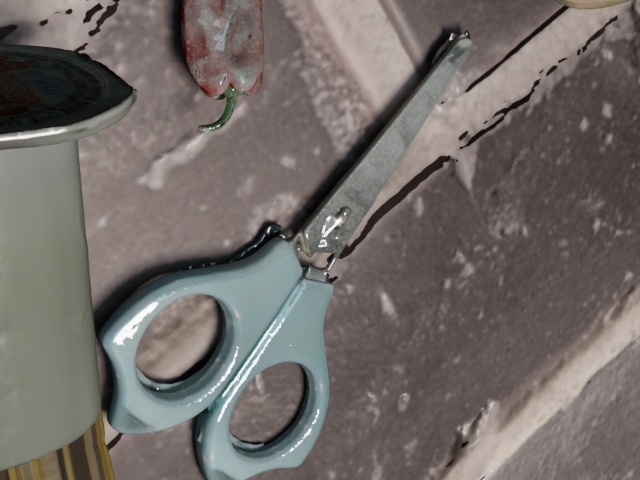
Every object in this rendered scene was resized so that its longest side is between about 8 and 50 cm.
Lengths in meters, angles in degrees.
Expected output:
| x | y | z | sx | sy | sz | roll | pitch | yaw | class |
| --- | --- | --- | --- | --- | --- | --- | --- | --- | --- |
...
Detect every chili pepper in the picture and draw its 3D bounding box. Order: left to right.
| x | y | z | sx | sy | sz | roll | pitch | yaw | class |
| --- | --- | --- | --- | --- | --- | --- | --- | --- | --- |
| -0.059 | -0.142 | 0.657 | 0.050 | 0.041 | 0.153 | -1 | 87 | -49 | chili pepper |

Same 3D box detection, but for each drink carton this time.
| x | y | z | sx | sy | sz | roll | pitch | yaw | class |
| --- | --- | --- | --- | --- | --- | --- | --- | --- | --- |
| -0.187 | 0.009 | 0.547 | 0.191 | 0.185 | 0.190 | -13 | 111 | -28 | drink carton |

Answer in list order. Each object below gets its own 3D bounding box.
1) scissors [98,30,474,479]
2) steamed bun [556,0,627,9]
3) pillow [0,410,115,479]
| x | y | z | sx | sy | sz | roll | pitch | yaw | class |
| --- | --- | --- | --- | --- | --- | --- | --- | --- | --- |
| -0.001 | 0.000 | 0.734 | 0.191 | 0.029 | 0.360 | 40 | 80 | -35 | scissors |
| 0.253 | -0.289 | 0.667 | 0.275 | 0.206 | 0.320 | 16 | 93 | -54 | steamed bun |
| -0.224 | 0.145 | 0.642 | 0.203 | 0.038 | 0.113 | -15 | 113 | -24 | pillow |
